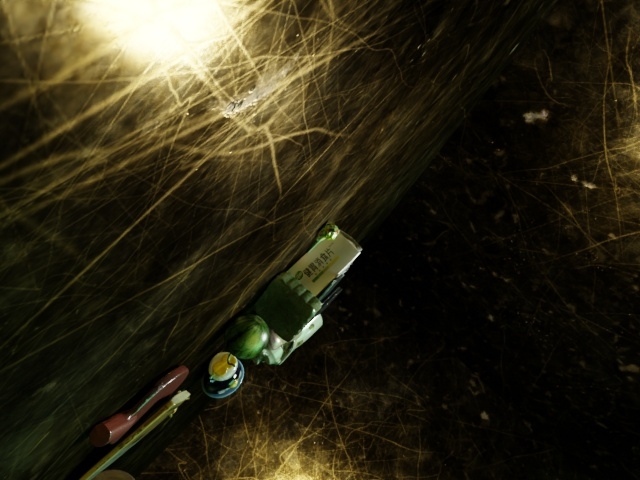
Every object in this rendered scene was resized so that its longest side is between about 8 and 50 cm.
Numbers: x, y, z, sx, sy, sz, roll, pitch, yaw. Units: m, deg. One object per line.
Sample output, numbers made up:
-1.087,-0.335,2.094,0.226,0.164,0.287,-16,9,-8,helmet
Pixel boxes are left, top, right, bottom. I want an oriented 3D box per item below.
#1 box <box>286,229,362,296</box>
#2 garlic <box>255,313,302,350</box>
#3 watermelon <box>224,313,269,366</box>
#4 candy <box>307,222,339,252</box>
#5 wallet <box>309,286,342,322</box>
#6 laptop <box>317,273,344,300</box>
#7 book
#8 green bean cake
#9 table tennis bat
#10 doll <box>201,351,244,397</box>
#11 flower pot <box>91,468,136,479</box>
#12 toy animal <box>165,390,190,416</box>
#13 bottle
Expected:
-0.014,0.120,2.008,0.333,0.145,0.173,-44,174,-23,box
-0.193,0.330,2.056,0.245,0.160,0.245,-18,180,0,garlic
-0.251,0.323,1.747,0.187,0.140,0.141,-46,173,14,watermelon
0.000,0.000,1.865,0.062,0.058,0.194,-6,157,-36,candy
-0.007,0.256,1.982,0.124,0.025,0.244,-52,172,34,wallet
0.012,0.194,1.933,0.180,0.016,0.129,-49,172,17,laptop
-0.564,0.592,1.603,0.389,0.032,0.269,-40,175,-8,book
-0.113,0.222,1.825,0.185,0.183,0.094,-52,173,26,green bean cake
-0.482,0.453,1.447,0.268,0.051,0.415,-46,174,5,table tennis bat
-0.371,0.515,2.071,0.177,0.141,0.314,-41,168,-25,doll
-0.725,0.926,1.843,0.267,0.267,0.267,-40,159,-48,flower pot
-0.512,0.580,1.931,0.083,0.061,0.081,-31,123,-63,toy animal
-0.176,0.415,2.456,0.352,0.229,0.229,-40,170,-30,bottle
